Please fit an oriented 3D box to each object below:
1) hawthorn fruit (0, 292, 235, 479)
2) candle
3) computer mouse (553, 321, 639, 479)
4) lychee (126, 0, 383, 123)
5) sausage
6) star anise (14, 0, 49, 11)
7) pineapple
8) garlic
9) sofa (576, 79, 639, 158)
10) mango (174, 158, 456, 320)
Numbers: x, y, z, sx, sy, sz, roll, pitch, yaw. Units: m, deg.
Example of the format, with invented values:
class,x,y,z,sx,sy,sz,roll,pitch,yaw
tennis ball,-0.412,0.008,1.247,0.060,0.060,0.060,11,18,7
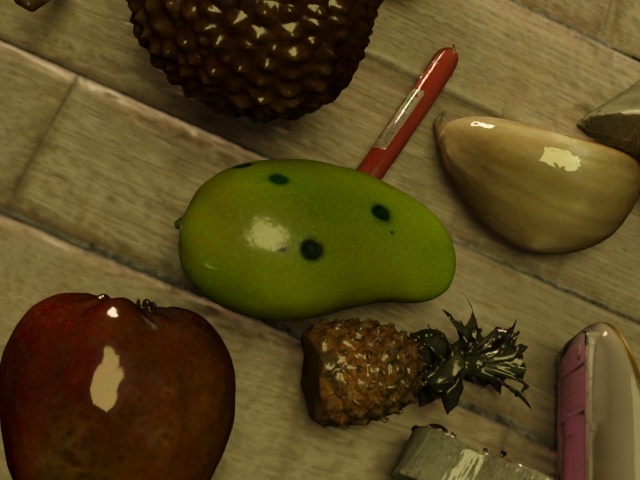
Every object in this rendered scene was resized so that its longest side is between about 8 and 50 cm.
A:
class,x,y,z,sx,sy,sz,roll,pitch,yaw
hawthorn fruit,-0.187,0.170,0.768,0.208,0.208,0.248,14,86,-9
candle,0.167,0.259,0.849,0.068,0.192,0.168,-53,134,-22
computer mouse,0.281,0.238,0.874,0.072,0.158,0.310,6,70,2
lychee,-0.065,-0.254,0.894,0.267,0.267,0.267,4,71,-13
sausage,0.098,-0.138,1.015,0.034,0.034,0.253,34,67,-1
star anise,-0.265,-0.411,0.976,0.292,0.109,0.349,-21,66,-4
pineapple,0.102,0.124,0.893,0.251,0.125,0.125,-1,72,-20
garlic,0.247,-0.074,0.996,0.245,0.145,0.164,18,37,-6
sofa,0.469,-0.098,1.073,0.210,0.176,0.225,-35,112,-22
mango,0.000,0.000,0.886,0.293,0.143,0.175,4,53,-19
